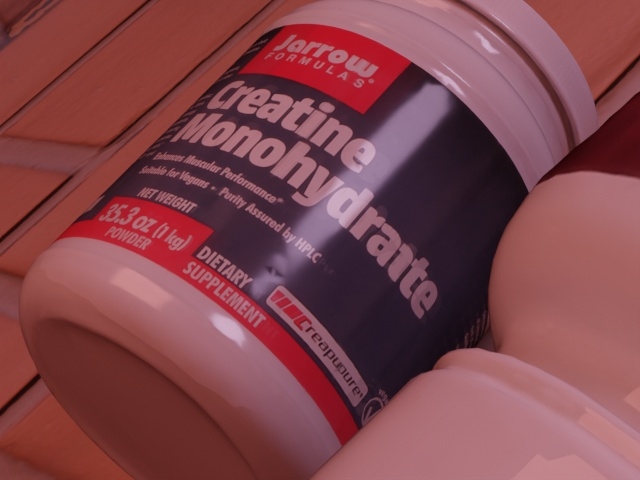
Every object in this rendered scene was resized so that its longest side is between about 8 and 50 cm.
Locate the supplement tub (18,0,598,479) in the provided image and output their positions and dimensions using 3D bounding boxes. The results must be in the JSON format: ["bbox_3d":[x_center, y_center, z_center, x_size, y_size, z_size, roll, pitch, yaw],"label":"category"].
[{"bbox_3d":[0.000,0.000,0.787,0.191,0.191,0.272,1,43,52],"label":"supplement tub"}]

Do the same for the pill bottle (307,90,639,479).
[{"bbox_3d":[0.195,0.015,0.478,0.392,0.224,0.224,-42,26,-15],"label":"pill bottle"}]
